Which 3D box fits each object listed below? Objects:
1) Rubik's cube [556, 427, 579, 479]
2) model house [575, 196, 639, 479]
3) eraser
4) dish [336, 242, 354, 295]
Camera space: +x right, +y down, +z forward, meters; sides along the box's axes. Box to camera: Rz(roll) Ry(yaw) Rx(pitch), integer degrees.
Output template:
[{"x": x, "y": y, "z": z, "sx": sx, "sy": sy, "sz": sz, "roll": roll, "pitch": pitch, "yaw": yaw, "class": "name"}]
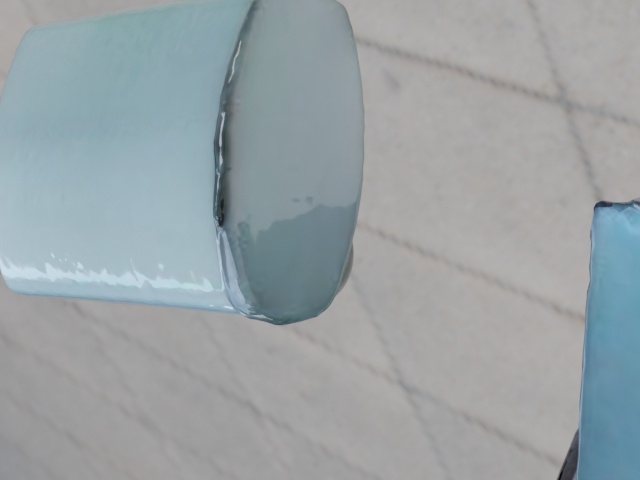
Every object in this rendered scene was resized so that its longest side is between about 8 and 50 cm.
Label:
[{"x": 0.407, "y": 0.305, "z": 1.797, "sx": 0.313, "sy": 0.318, "sz": 0.316, "roll": 11, "pitch": 137, "yaw": 22, "class": "Rubik's cube"}, {"x": 0.352, "y": 0.151, "z": 0.994, "sx": 0.297, "sy": 0.339, "sz": 0.360, "roll": 16, "pitch": 110, "yaw": 51, "class": "model house"}, {"x": -0.098, "y": -0.051, "z": 1.119, "sx": 0.290, "sy": 0.104, "sz": 0.189, "roll": 2, "pitch": 91, "yaw": 53, "class": "eraser"}, {"x": 0.000, "y": 0.000, "z": 2.000, "sx": 0.078, "sy": 0.141, "sz": 0.141, "roll": -19, "pitch": 114, "yaw": 45, "class": "dish"}]
